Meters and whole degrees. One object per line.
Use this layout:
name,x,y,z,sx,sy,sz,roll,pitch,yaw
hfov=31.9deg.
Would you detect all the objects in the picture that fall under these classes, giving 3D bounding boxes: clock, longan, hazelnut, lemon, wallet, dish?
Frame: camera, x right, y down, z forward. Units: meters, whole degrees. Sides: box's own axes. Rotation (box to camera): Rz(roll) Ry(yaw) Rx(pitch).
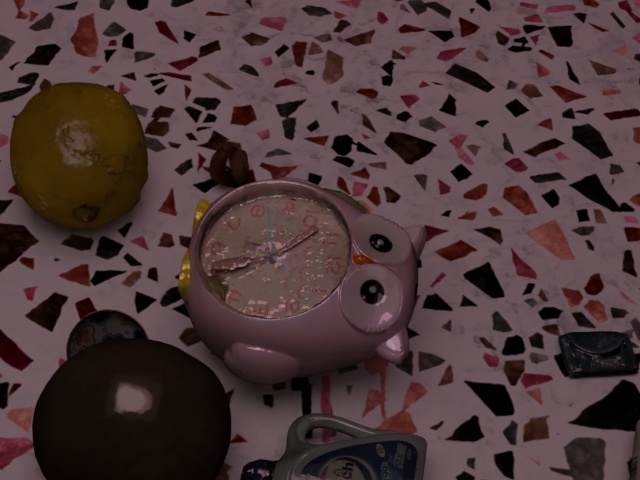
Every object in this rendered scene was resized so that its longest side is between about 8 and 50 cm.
clock,-0.024,0.077,1.879,0.377,0.250,0.368,7,61,8
longan,-0.283,0.283,1.686,0.297,0.297,0.297,3,52,-3
hazelnut,-0.177,-0.144,2.163,0.086,0.086,0.086,3,52,-3
lemon,-0.439,-0.159,2.041,0.261,0.260,0.284,13,53,5
wallet,0.493,0.198,1.985,0.129,0.026,0.088,-2,53,-8
dish,-0.353,0.185,1.896,0.141,0.078,0.141,0,90,-2

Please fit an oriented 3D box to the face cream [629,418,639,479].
face cream,0.532,0.410,1.790,0.082,0.082,0.269,16,52,7

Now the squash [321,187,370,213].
squash,0.000,-0.003,2.087,0.219,0.041,0.219,2,52,-3

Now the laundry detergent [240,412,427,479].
laundry detergent,0.017,0.372,1.758,0.281,0.105,0.214,11,52,5
